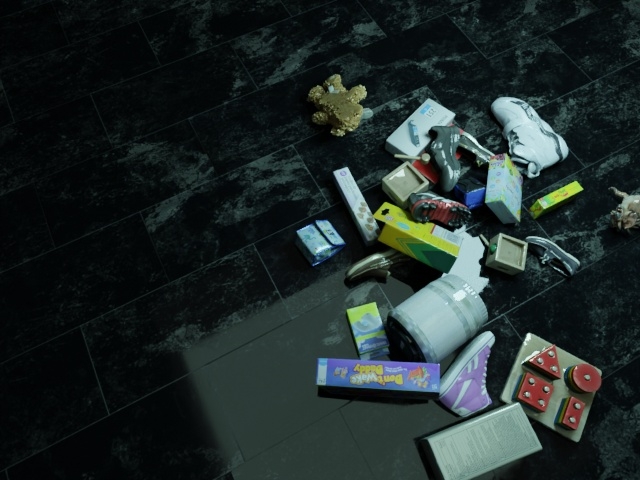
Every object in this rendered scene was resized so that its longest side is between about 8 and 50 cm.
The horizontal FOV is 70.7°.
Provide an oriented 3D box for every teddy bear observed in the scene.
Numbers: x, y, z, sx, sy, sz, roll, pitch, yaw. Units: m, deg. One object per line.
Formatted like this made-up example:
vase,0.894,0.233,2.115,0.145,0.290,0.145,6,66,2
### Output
teddy bear,0.071,-0.561,1.880,0.245,0.113,0.338,-45,54,-8

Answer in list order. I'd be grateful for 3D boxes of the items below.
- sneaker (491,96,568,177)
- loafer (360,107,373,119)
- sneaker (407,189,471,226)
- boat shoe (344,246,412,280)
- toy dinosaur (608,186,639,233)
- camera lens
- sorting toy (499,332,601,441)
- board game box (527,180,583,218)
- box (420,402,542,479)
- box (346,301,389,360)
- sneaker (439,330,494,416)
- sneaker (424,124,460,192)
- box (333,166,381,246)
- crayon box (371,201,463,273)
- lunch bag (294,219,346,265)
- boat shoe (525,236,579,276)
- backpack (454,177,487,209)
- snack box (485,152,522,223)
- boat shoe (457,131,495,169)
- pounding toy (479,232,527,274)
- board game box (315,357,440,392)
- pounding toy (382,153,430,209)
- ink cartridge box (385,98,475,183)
sneaker,0.790,-0.412,1.812,0.210,0.137,0.365,-36,74,-17
loafer,0.159,-0.535,1.925,0.125,0.045,0.039,-14,48,-3
sneaker,0.438,-0.125,1.686,0.276,0.097,0.135,5,35,-27
boat shoe,0.217,0.094,1.622,0.258,0.095,0.095,-26,75,-11
toy dinosaur,1.198,-0.099,1.690,0.296,0.127,0.200,16,74,-6
camera lens,0.373,0.265,1.476,0.274,0.219,0.219,-32,70,-13
sorting toy,0.758,0.464,1.458,0.257,0.089,0.255,28,69,12
board game box,0.896,-0.153,1.724,0.181,0.092,0.043,-25,68,-10
box,0.481,0.620,1.373,0.311,0.121,0.147,-17,67,-7
box,0.164,0.313,1.553,0.109,0.042,0.178,-15,66,-6
sneaker,0.511,0.441,1.471,0.161,0.102,0.282,39,83,12
sneaker,0.472,-0.322,1.772,0.130,0.109,0.286,6,72,-11
box,0.140,-0.132,1.735,0.063,0.067,0.323,-21,69,-9
crayon box,0.338,-0.017,1.617,0.319,0.081,0.202,28,28,12
lunch bag,0.000,0.000,1.667,0.151,0.096,0.128,-26,66,-26
boat shoe,0.838,0.058,1.643,0.206,0.075,0.065,32,67,8
backpack,0.569,-0.183,1.738,0.098,0.101,0.120,-12,34,-8
snack box,0.695,-0.193,1.701,0.070,0.175,0.207,-7,60,44
boat shoe,0.634,-0.337,1.814,0.068,0.081,0.228,-45,78,-3
pounding toy,0.660,0.041,1.650,0.141,0.100,0.130,20,68,-3
board game box,0.180,0.422,1.365,0.348,0.233,0.078,-1,66,13
pounding toy,0.343,-0.251,1.764,0.206,0.094,0.181,-36,67,-7
ink cartridge box,0.459,-0.415,1.856,0.261,0.066,0.296,39,72,16
